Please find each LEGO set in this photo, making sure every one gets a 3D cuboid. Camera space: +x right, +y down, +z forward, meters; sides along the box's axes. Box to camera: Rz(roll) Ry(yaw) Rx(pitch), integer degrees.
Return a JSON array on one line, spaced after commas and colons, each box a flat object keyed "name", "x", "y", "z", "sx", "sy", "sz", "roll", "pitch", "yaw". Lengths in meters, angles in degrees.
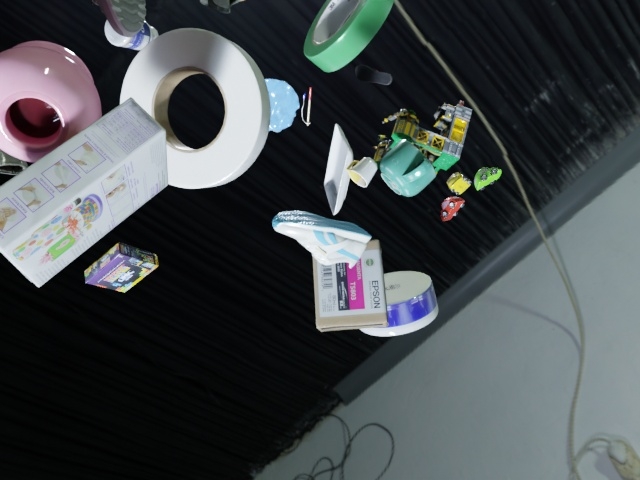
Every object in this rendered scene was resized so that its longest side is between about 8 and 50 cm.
[{"name": "LEGO set", "x": 0.306, "y": -0.323, "z": 1.605, "sx": 0.331, "sy": 0.254, "sz": 0.192, "roll": 97, "pitch": -169, "yaw": -75}]

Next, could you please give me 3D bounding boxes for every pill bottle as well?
[{"name": "pill bottle", "x": -0.690, "y": -0.764, "z": 1.952, "sx": 0.112, "sy": 0.112, "sz": 0.186, "roll": -40, "pitch": -4, "yaw": 22}]

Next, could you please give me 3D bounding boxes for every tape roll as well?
[{"name": "tape roll", "x": -0.316, "y": -0.322, "z": 1.321, "sx": 0.392, "sy": 0.392, "sz": 0.072, "roll": -44, "pitch": -4, "yaw": 18}, {"name": "tape roll", "x": 0.080, "y": -0.655, "z": 1.559, "sx": 0.321, "sy": 0.077, "sz": 0.321, "roll": -36, "pitch": 37, "yaw": 34}]

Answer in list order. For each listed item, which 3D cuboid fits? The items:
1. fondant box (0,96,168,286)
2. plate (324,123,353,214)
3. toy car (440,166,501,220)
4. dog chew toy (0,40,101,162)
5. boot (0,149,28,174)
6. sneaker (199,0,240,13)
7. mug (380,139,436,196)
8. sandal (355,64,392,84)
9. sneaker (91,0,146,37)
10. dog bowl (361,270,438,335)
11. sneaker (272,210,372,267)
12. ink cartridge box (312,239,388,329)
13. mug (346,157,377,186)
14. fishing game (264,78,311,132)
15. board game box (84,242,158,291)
[{"name": "fondant box", "x": -0.434, "y": -0.082, "z": 0.967, "sx": 0.330, "sy": 0.096, "sz": 0.238, "roll": -46, "pitch": -2, "yaw": -24}, {"name": "plate", "x": 0.074, "y": -0.279, "z": 2.060, "sx": 0.278, "sy": 0.045, "sz": 0.277, "roll": -104, "pitch": 22, "yaw": -57}, {"name": "toy car", "x": 0.493, "y": -0.183, "z": 1.743, "sx": 0.224, "sy": 0.239, "sz": 0.053, "roll": -29, "pitch": 63, "yaw": -11}, {"name": "dog chew toy", "x": -0.531, "y": -0.286, "z": 1.017, "sx": 0.206, "sy": 0.206, "sz": 0.332, "roll": -46, "pitch": 36, "yaw": 13}, {"name": "boot", "x": -0.914, "y": -0.295, "z": 1.571, "sx": 0.076, "sy": 0.209, "sz": 0.189, "roll": -40, "pitch": -11, "yaw": 26}, {"name": "sneaker", "x": -0.231, "y": -0.748, "z": 1.508, "sx": 0.272, "sy": 0.108, "sz": 0.100, "roll": -57, "pitch": 1, "yaw": -18}, {"name": "mug", "x": 0.211, "y": -0.178, "z": 1.329, "sx": 0.097, "sy": 0.158, "sz": 0.129, "roll": -42, "pitch": 71, "yaw": 0}, {"name": "sandal", "x": 0.233, "y": -0.717, "z": 2.305, "sx": 0.179, "sy": 0.040, "sz": 0.067, "roll": 23, "pitch": 113, "yaw": 20}, {"name": "sneaker", "x": -0.488, "y": -0.569, "z": 1.194, "sx": 0.115, "sy": 0.105, "sz": 0.281, "roll": -32, "pitch": 79, "yaw": 32}, {"name": "dog bowl", "x": 0.234, "y": 0.195, "z": 1.680, "sx": 0.264, "sy": 0.104, "sz": 0.265, "roll": -13, "pitch": 15, "yaw": 4}, {"name": "sneaker", "x": 0.000, "y": 0.000, "z": 1.113, "sx": 0.092, "sy": 0.228, "sz": 0.087, "roll": -67, "pitch": 30, "yaw": 15}, {"name": "ink cartridge box", "x": 0.081, "y": 0.125, "z": 1.459, "sx": 0.193, "sy": 0.088, "sz": 0.235, "roll": -7, "pitch": 72, "yaw": 8}, {"name": "mug", "x": 0.111, "y": -0.190, "z": 1.397, "sx": 0.064, "sy": 0.078, "sz": 0.062, "roll": -50, "pitch": -9, "yaw": -14}, {"name": "fishing game", "x": -0.161, "y": -0.446, "z": 1.746, "sx": 0.041, "sy": 0.263, "sz": 0.189, "roll": -101, "pitch": 13, "yaw": -53}, {"name": "board game box", "x": -0.605, "y": 0.086, "z": 1.610, "sx": 0.170, "sy": 0.141, "sz": 0.048, "roll": -35, "pitch": 57, "yaw": 22}]
